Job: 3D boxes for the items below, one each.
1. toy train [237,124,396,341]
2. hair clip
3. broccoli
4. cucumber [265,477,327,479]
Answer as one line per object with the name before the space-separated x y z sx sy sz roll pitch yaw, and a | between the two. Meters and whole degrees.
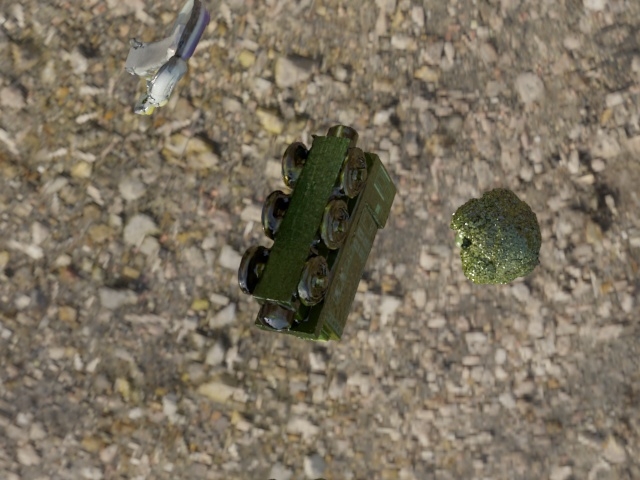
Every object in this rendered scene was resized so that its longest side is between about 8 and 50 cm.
toy train | 0.000 0.000 1.078 0.090 0.226 0.137 9 156 27
hair clip | -0.150 -0.182 1.050 0.049 0.172 0.116 22 80 -21
broccoli | 0.225 -0.003 1.400 0.120 0.131 0.130 4 120 54
cucumber | -0.052 0.188 0.498 0.244 0.134 0.134 -39 110 7
